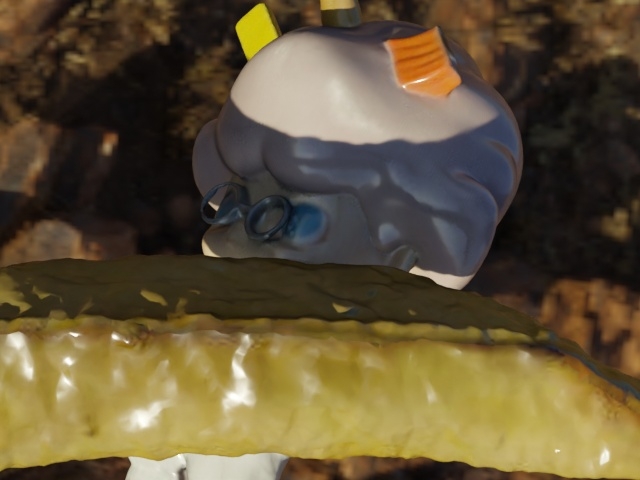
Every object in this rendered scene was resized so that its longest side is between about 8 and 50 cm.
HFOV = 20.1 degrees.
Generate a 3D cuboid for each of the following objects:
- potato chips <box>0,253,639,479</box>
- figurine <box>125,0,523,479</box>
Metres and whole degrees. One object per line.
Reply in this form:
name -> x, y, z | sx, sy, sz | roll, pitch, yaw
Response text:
potato chips -> -0.088, 0.048, 0.507 | 0.407, 0.057, 0.080 | -6, 103, -7
figurine -> 0.000, 0.000, 0.640 | 0.112, 0.137, 0.229 | 35, 72, -38
